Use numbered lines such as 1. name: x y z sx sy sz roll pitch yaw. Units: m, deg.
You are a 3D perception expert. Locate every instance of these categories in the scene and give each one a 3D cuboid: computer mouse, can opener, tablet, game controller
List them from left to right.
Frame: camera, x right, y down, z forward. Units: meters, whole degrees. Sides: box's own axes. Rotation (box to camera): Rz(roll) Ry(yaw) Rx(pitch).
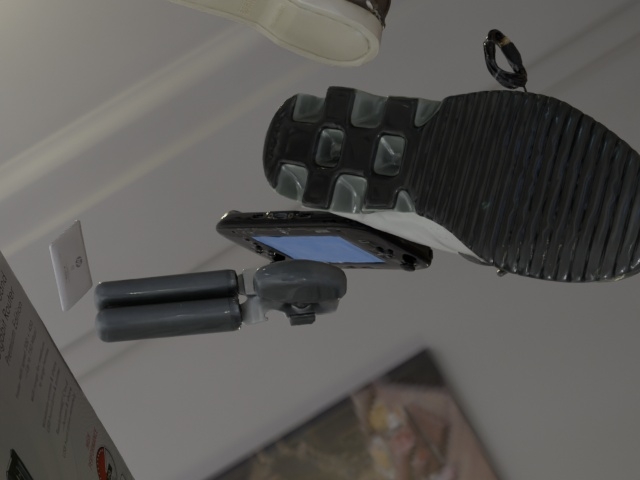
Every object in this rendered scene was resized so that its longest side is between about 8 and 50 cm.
1. tablet: -0.256 0.026 1.410 0.054 0.006 0.083 -50 -36 -48
2. can opener: -0.112 0.056 1.508 0.093 0.280 0.074 85 177 -51
3. game controller: 0.000 0.000 1.879 0.166 0.067 0.319 17 168 -42
4. computer mouse: 0.228 -0.131 1.356 0.071 0.041 0.242 4 -133 -40

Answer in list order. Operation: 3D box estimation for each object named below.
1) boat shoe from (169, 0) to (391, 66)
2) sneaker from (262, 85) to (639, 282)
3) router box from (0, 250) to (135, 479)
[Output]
1. boat shoe: -0.082 -0.273 1.279 0.324 0.097 0.116 22 154 -14
2. sneaker: 0.123 -0.041 0.994 0.330 0.122 0.146 19 180 41
3. router box: -0.210 0.221 0.911 0.335 0.082 0.301 -96 -13 -53
